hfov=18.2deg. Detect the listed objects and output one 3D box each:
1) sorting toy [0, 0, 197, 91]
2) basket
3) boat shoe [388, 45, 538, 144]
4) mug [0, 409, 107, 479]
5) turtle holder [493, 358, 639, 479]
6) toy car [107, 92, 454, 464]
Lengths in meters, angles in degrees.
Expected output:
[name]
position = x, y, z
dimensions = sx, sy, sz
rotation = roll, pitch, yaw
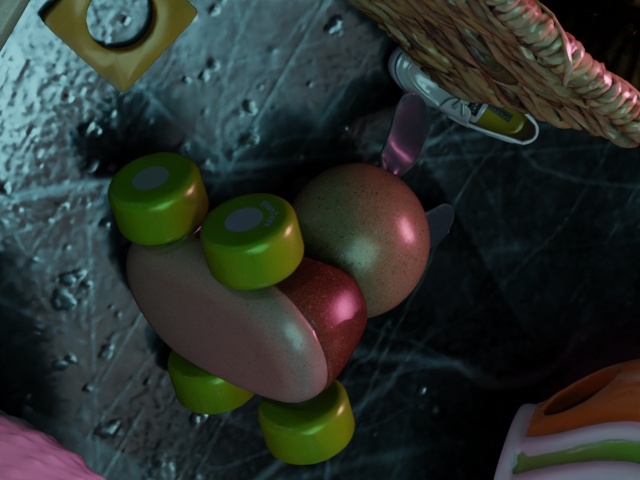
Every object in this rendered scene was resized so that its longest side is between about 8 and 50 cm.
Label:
[sorting toy]
position = -0.199, -0.194, 0.999
dimensions = 0.348, 0.047, 0.196
rotation = 29, 98, -26
[basket]
position = 0.086, -0.215, 0.981
dimensions = 0.299, 0.223, 0.213
rotation = 40, 84, -26
[boat shoe]
position = 0.084, -0.082, 1.146
dimensions = 0.100, 0.035, 0.035
rotation = 30, 98, -26
[mug]
position = -0.219, 0.183, 0.977
dimensions = 0.276, 0.328, 0.374
rotation = -33, 116, -6
[turtle holder]
position = 0.216, 0.213, 1.210
dimensions = 0.227, 0.243, 0.320
rotation = 11, 134, 12
[toy car]
position = 0.000, 0.000, 1.114
dimensions = 0.188, 0.149, 0.155
rotation = -39, 132, -28
